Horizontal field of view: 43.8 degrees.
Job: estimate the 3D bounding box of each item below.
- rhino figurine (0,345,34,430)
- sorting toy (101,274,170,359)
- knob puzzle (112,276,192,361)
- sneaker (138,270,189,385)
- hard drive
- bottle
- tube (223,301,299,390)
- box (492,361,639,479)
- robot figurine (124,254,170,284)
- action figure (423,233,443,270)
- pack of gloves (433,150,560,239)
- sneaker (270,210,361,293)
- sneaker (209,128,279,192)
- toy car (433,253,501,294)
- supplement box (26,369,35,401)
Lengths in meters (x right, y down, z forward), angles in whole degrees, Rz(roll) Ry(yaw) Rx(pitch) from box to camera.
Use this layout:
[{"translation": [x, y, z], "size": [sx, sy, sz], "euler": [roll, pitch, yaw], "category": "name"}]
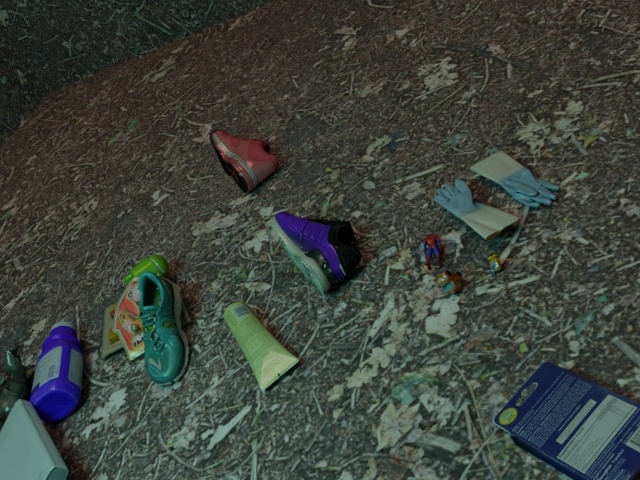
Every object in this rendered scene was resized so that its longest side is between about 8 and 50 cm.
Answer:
[{"translation": [-0.717, 0.352, 1.832], "size": [0.073, 0.106, 0.243], "euler": [-17, 53, 19], "category": "rhino figurine"}, {"translation": [-0.457, 0.181, 1.959], "size": [0.208, 0.038, 0.193], "euler": [-31, 33, 6], "category": "sorting toy"}, {"translation": [-0.414, 0.160, 1.880], "size": [0.213, 0.030, 0.213], "euler": [-8, 62, 16], "category": "knob puzzle"}, {"translation": [-0.364, 0.192, 1.759], "size": [0.107, 0.110, 0.275], "euler": [-21, 57, 7], "category": "sneaker"}, {"translation": [-0.618, 0.482, 1.634], "size": [0.308, 0.040, 0.203], "euler": [26, 89, 54], "category": "hard drive"}, {"translation": [-0.622, 0.302, 1.893], "size": [0.118, 0.092, 0.282], "euler": [-41, 31, 12], "category": "bottle"}, {"translation": [-0.130, 0.210, 1.621], "size": [0.240, 0.062, 0.070], "euler": [43, 123, 52], "category": "tube"}, {"translation": [0.367, 0.264, 1.121], "size": [0.136, 0.036, 0.225], "euler": [-44, 35, -15], "category": "box"}, {"translation": [-0.428, 0.081, 1.984], "size": [0.115, 0.067, 0.101], "euler": [-39, 39, -18], "category": "robot figurine"}, {"translation": [0.222, 0.020, 1.576], "size": [0.038, 0.030, 0.115], "euler": [-18, 31, 14], "category": "action figure"}, {"translation": [0.353, -0.083, 1.601], "size": [0.195, 0.046, 0.232], "euler": [-27, 34, -10], "category": "pack of gloves"}, {"translation": [0.000, 0.001, 1.744], "size": [0.146, 0.102, 0.293], "euler": [-34, 37, -7], "category": "sneaker"}, {"translation": [-0.210, -0.241, 2.251], "size": [0.136, 0.115, 0.314], "euler": [-29, 38, -10], "category": "sneaker"}, {"translation": [0.271, 0.063, 1.455], "size": [0.122, 0.060, 0.040], "euler": [-28, 64, 22], "category": "toy car"}, {"translation": [-0.724, 0.364, 1.940], "size": [0.083, 0.056, 0.083], "euler": [-4, 43, 38], "category": "supplement box"}]
